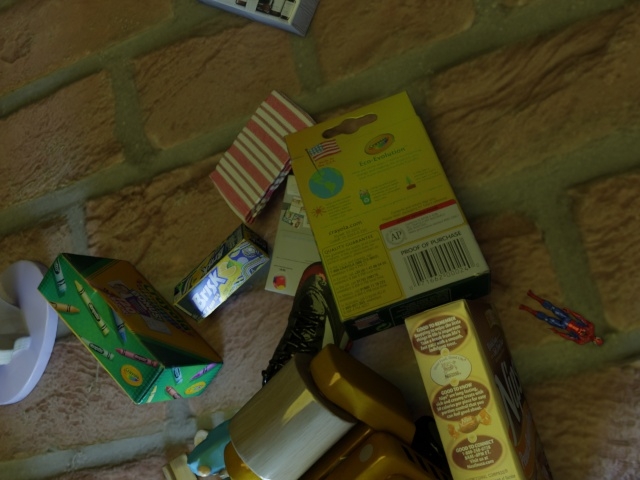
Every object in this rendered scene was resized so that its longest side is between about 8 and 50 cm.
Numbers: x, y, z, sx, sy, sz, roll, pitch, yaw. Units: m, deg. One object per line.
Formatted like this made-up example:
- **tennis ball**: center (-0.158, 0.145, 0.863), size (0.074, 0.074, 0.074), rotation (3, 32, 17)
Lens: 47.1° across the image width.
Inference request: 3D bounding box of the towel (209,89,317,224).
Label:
- **towel**: center (-0.093, -0.138, 1.191), size (0.197, 0.029, 0.144), rotation (-52, 48, 10)

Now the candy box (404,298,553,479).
- **candy box**: center (0.215, 0.238, 0.931), size (0.087, 0.183, 0.317), rotation (-21, 76, 21)

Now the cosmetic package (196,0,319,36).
- **cosmetic package**: center (-0.116, -0.428, 1.236), size (0.239, 0.060, 0.099), rotation (25, 93, 25)

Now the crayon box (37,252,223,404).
- **crayon box**: center (-0.308, 0.139, 1.197), size (0.278, 0.165, 0.081), rotation (41, 101, 23)

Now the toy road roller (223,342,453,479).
- **toy road roller**: center (0.053, 0.315, 0.918), size (0.202, 0.329, 0.241), rotation (-46, 23, 13)

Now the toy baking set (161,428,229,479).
- **toy baking set**: center (-0.151, 0.411, 1.164), size (0.256, 0.030, 0.197), rotation (34, 98, 24)

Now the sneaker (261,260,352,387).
- **sneaker**: center (-0.019, 0.167, 1.055), size (0.097, 0.135, 0.276), rotation (12, 99, 26)

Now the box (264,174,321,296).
- **box**: center (0.000, 0.000, 1.141), size (0.145, 0.038, 0.186), rotation (10, 87, 26)

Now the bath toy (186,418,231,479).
- **bath toy**: center (-0.079, 0.435, 1.061), size (0.151, 0.129, 0.348), rotation (-18, 90, -18)

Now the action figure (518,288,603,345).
- **action figure**: center (0.324, 0.108, 0.984), size (0.115, 0.030, 0.038), rotation (30, 92, 23)

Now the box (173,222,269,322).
- **box**: center (-0.161, 0.054, 1.186), size (0.169, 0.059, 0.054), rotation (-42, 27, 17)

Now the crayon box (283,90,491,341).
- **crayon box**: center (0.085, -0.042, 1.026), size (0.202, 0.081, 0.319), rotation (-19, 60, 3)

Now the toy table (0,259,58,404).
- **toy table**: center (-0.607, 0.167, 1.336), size (0.252, 0.161, 0.274), rotation (2, 85, 25)
